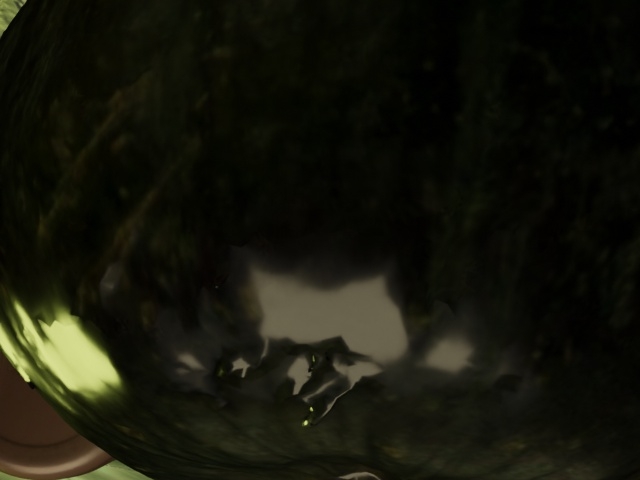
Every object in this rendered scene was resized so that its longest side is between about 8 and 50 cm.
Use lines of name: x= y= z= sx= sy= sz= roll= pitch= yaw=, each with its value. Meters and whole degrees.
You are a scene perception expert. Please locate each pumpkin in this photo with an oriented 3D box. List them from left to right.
pumpkin: x=0.045 y=-0.025 z=0.682 sx=0.454 sy=0.344 sz=0.454 roll=6 pitch=163 yaw=2

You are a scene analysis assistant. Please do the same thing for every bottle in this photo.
bottle: x=-0.190 y=0.081 z=1.108 sx=0.173 sy=0.206 sz=0.297 roll=-31 pitch=173 yaw=7
